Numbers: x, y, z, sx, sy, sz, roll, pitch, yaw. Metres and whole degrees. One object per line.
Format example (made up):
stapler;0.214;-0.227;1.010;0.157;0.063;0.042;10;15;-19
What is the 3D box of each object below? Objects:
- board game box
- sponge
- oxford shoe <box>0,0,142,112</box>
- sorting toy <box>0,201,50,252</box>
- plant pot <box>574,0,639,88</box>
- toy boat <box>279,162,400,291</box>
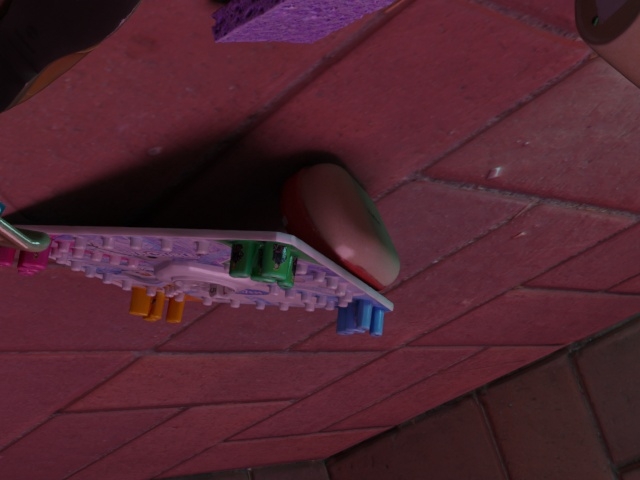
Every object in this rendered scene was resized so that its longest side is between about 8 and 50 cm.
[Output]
board game box;-0.148;0.057;1.330;0.390;0.050;0.390;2;166;22
sponge;0.011;-0.215;0.903;0.117;0.031;0.210;-7;174;-42
oxford shoe;-0.214;-0.184;0.879;0.212;0.076;0.076;-30;-174;26
sorting toy;-0.394;-0.066;0.893;0.307;0.041;0.229;8;158;41
plant pot;0.399;-0.218;1.033;0.274;0.256;0.256;11;150;-21
toy boat;0.000;0.000;1.354;0.151;0.151;0.231;-27;158;10
